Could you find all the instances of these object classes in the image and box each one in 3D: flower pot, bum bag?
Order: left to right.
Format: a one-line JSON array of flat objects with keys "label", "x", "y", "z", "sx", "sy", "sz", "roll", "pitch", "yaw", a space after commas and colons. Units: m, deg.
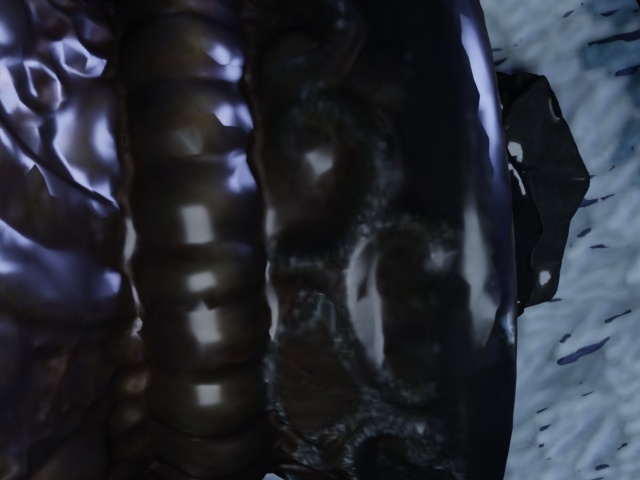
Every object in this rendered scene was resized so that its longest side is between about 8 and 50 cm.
[{"label": "flower pot", "x": -0.092, "y": 0.000, "z": 0.535, "sx": 0.267, "sy": 0.266, "sz": 0.266, "roll": -4, "pitch": 117, "yaw": -7}, {"label": "bum bag", "x": 0.000, "y": 0.000, "z": 0.665, "sx": 0.198, "sy": 0.049, "sz": 0.087, "roll": -12, "pitch": 110, "yaw": 3}]

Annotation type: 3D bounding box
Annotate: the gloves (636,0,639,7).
[{"label": "gloves", "x": 0.117, "y": -0.120, "z": 0.581, "sx": 0.107, "sy": 0.135, "sz": 0.268, "roll": -30, "pitch": 131, "yaw": 7}]
